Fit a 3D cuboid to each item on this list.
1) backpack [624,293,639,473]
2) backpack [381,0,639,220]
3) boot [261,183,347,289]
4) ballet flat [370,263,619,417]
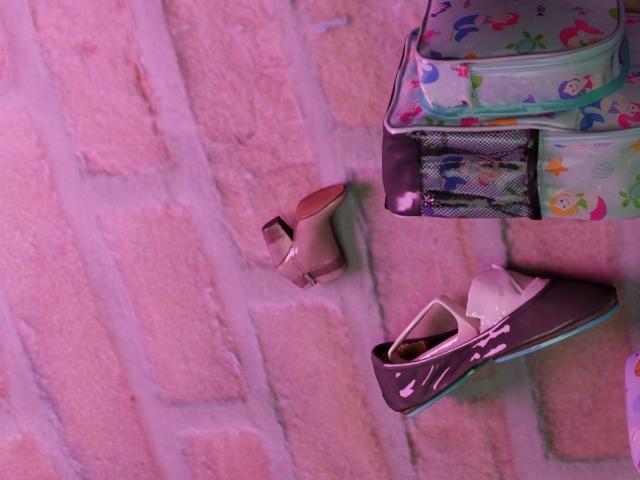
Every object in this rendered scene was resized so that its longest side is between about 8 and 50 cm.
[{"bbox_3d":[0.413,0.143,1.243,0.263,0.276,0.213,23,128,-5],"label":"backpack"},{"bbox_3d":[0.189,-0.119,1.173,0.253,0.225,0.191,6,126,9],"label":"backpack"},{"bbox_3d":[0.000,0.000,1.409,0.118,0.042,0.087,-26,115,29],"label":"boot"},{"bbox_3d":[0.159,0.089,1.380,0.280,0.095,0.096,-32,94,29],"label":"ballet flat"}]
